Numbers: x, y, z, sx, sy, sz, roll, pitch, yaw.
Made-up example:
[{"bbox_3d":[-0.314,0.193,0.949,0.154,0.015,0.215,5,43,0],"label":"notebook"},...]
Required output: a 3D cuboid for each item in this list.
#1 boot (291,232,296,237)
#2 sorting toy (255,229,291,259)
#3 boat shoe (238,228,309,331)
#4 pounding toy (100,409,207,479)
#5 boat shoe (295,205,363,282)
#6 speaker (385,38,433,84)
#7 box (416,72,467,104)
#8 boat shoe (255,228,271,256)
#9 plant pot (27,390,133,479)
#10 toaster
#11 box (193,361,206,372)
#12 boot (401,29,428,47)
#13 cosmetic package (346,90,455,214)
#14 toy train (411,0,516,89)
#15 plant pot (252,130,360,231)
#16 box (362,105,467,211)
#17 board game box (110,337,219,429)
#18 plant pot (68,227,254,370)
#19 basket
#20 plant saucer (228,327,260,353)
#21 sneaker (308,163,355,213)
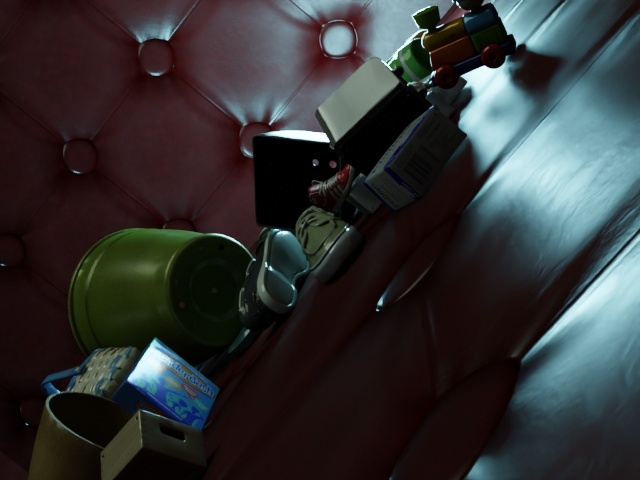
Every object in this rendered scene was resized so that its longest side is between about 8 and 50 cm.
[{"bbox_3d":[-0.027,-0.002,2.199,0.084,0.059,0.158,-32,-9,-26],"label":"boot"},{"bbox_3d":[-0.122,0.033,2.330,0.348,0.047,0.196,-61,-2,30],"label":"sorting toy"},{"bbox_3d":[-0.095,0.070,1.936,0.091,0.114,0.302,-42,8,21],"label":"boat shoe"},{"bbox_3d":[-0.239,0.322,1.486,0.130,0.141,0.100,-48,35,25],"label":"pounding toy"},{"bbox_3d":[0.000,0.000,1.745,0.109,0.094,0.302,-51,6,0],"label":"boat shoe"},{"bbox_3d":[0.165,-0.331,2.353,0.296,0.131,0.131,-45,8,42],"label":"speaker"},{"bbox_3d":[0.171,-0.231,2.040,0.232,0.058,0.322,-51,5,-1],"label":"box"},{"bbox_3d":[-0.122,0.008,2.631,0.079,0.084,0.233,-54,10,-31],"label":"boat shoe"},{"bbox_3d":[-0.416,0.433,1.779,0.237,0.237,0.254,-98,32,-82],"label":"plant pot"},{"bbox_3d":[0.101,-0.190,1.684,0.185,0.168,0.110,-43,48,16],"label":"toaster"},{"bbox_3d":[-0.369,0.274,2.432,0.051,0.175,0.220,-45,9,47],"label":"box"},{"bbox_3d":[0.263,-0.445,2.519,0.295,0.104,0.211,-59,14,-24],"label":"boot"},{"bbox_3d":[0.139,-0.157,1.825,0.239,0.060,0.099,-52,7,-4],"label":"cosmetic package"},{"bbox_3d":[0.197,-0.337,1.741,0.248,0.143,0.105,-21,18,23],"label":"toy train"},{"bbox_3d":[-0.011,-0.128,1.995,0.167,0.188,0.187,-37,-49,-58],"label":"plant pot"},{"bbox_3d":[0.142,-0.123,1.551,0.126,0.072,0.137,-52,6,-16],"label":"box"},{"bbox_3d":[-0.271,0.273,1.804,0.047,0.160,0.210,-49,7,15],"label":"board game box"},{"bbox_3d":[-0.310,0.126,2.218,0.353,0.366,0.366,-14,34,52],"label":"plant pot"},{"bbox_3d":[-0.440,0.351,2.136,0.289,0.255,0.201,-26,26,49],"label":"basket"},{"bbox_3d":[-0.139,0.183,2.018,0.119,0.021,0.119,-50,7,8],"label":"plant saucer"},{"bbox_3d":[0.018,-0.100,1.791,0.042,0.067,0.118,-79,10,-46],"label":"sneaker"}]
